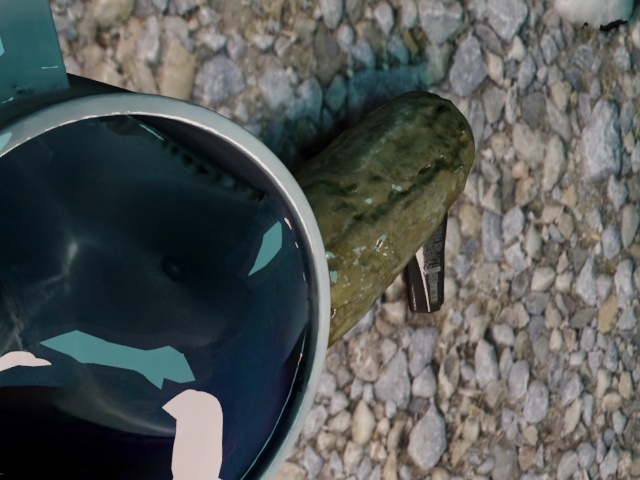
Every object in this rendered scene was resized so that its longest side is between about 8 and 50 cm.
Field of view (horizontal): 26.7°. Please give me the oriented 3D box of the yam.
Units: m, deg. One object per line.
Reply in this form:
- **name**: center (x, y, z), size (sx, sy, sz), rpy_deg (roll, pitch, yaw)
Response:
- **yam**: center (0.000, 0.000, 1.043), size (0.330, 0.133, 0.133), rpy_deg (-45, 127, -24)

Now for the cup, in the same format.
- **cup**: center (-0.208, 0.000, 0.748), size (0.256, 0.311, 0.331), rpy_deg (-52, 128, -14)

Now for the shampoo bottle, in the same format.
- **shampoo bottle**: center (0.090, -0.004, 1.173), size (0.048, 0.027, 0.137), rpy_deg (-15, 113, -25)
